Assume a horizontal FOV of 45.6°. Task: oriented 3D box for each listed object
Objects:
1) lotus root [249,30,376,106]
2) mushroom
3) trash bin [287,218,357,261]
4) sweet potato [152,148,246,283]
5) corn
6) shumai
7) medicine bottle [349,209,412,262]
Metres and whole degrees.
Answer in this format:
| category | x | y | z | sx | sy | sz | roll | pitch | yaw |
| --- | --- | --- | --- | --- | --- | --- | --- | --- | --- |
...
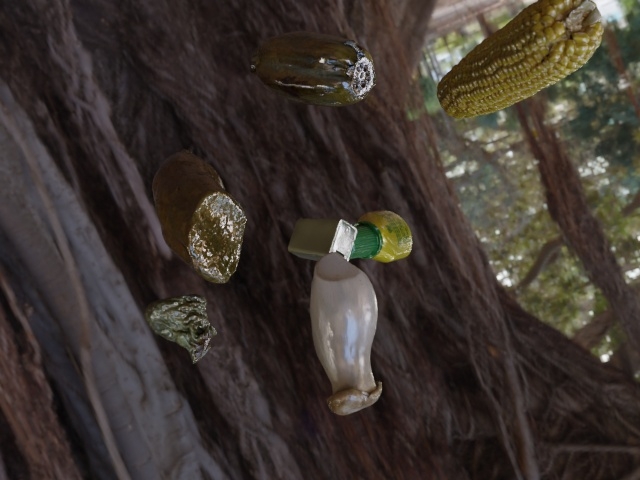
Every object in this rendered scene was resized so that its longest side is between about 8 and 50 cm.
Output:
| category | x | y | z | sx | sy | sz | roll | pitch | yaw |
| --- | --- | --- | --- | --- | --- | --- | --- | --- | --- |
| lotus root | -0.012 | -0.299 | 1.329 | 0.241 | 0.123 | 0.123 | 19 | -174 | 36 |
| mushroom | 0.033 | 0.120 | 0.990 | 0.088 | 0.212 | 0.097 | -4 | 174 | -5 |
| trash bin | 0.000 | 0.000 | 1.118 | 0.092 | 0.060 | 0.043 | 5 | 162 | 43 |
| sweet potato | -0.237 | -0.065 | 1.409 | 0.158 | 0.157 | 0.369 | -24 | -144 | -12 |
| corn | 0.249 | -0.229 | 0.990 | 0.102 | 0.101 | 0.310 | -26 | 180 | -25 |
| shumai | -0.164 | 0.109 | 0.907 | 0.082 | 0.080 | 0.083 | -13 | 165 | -4 |
| medicine bottle | 0.099 | -0.004 | 1.484 | 0.076 | 0.111 | 0.309 | -38 | 169 | 22 |
